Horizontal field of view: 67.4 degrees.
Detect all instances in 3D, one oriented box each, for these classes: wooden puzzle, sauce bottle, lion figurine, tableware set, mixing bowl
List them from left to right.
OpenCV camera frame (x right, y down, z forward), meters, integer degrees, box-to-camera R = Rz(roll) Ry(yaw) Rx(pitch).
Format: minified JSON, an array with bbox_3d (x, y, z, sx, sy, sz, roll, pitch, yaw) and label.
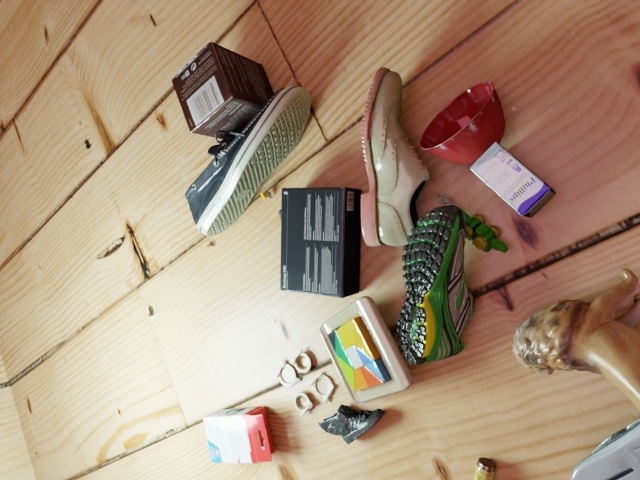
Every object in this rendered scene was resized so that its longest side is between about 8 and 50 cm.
[{"bbox_3d":[-0.046,0.379,1.289,0.169,0.020,0.141,50,115,20],"label":"tableware set"},{"bbox_3d":[0.092,0.269,1.139,0.238,0.044,0.221,-44,67,51],"label":"wooden puzzle"},{"bbox_3d":[0.304,-0.222,0.978,0.098,0.181,0.181,41,119,-18],"label":"mixing bowl"},{"bbox_3d":[0.347,0.536,1.036,0.042,0.042,0.128,12,99,31],"label":"sauce bottle"},{"bbox_3d":[0.515,0.201,0.790,0.240,0.142,0.392,-41,26,-1],"label":"lion figurine"}]

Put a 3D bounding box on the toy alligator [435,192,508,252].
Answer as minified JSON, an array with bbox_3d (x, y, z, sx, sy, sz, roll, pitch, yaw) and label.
[{"bbox_3d":[0.317,-0.029,1.030,0.189,0.056,0.051,43,153,23],"label":"toy alligator"}]

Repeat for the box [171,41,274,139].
[{"bbox_3d":[-0.248,-0.383,1.277,0.168,0.203,0.167,-30,76,29],"label":"box"}]

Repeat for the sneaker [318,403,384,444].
[{"bbox_3d":[0.076,0.444,1.196,0.089,0.051,0.170,49,119,16],"label":"sneaker"}]

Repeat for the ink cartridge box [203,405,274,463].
[{"bbox_3d":[-0.218,0.554,1.369,0.231,0.078,0.134,-16,84,32],"label":"ink cartridge box"}]

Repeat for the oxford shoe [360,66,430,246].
[{"bbox_3d":[0.177,-0.181,1.071,0.146,0.140,0.397,4,104,26],"label":"oxford shoe"}]

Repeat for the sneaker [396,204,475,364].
[{"bbox_3d":[0.258,0.092,1.024,0.134,0.146,0.343,-143,56,-62],"label":"sneaker"}]

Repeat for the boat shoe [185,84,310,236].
[{"bbox_3d":[-0.212,-0.222,1.277,0.156,0.187,0.500,50,121,14],"label":"boat shoe"}]

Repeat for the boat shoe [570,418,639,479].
[{"bbox_3d":[0.587,0.350,0.831,0.335,0.119,0.121,-43,73,32],"label":"boat shoe"}]

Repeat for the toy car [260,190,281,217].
[{"bbox_3d":[-0.106,-0.105,1.294,0.122,0.040,0.060,50,137,18],"label":"toy car"}]

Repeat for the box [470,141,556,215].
[{"bbox_3d":[0.380,-0.116,0.940,0.137,0.126,0.072,49,114,20],"label":"box"}]

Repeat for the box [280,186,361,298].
[{"bbox_3d":[0.000,0.000,1.197,0.184,0.103,0.261,3,94,28],"label":"box"}]
